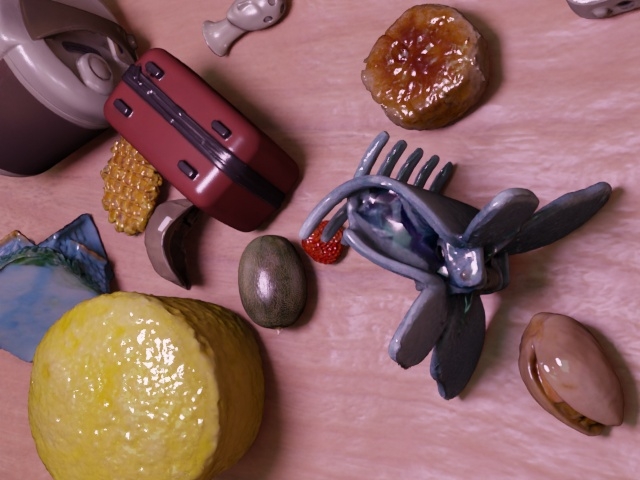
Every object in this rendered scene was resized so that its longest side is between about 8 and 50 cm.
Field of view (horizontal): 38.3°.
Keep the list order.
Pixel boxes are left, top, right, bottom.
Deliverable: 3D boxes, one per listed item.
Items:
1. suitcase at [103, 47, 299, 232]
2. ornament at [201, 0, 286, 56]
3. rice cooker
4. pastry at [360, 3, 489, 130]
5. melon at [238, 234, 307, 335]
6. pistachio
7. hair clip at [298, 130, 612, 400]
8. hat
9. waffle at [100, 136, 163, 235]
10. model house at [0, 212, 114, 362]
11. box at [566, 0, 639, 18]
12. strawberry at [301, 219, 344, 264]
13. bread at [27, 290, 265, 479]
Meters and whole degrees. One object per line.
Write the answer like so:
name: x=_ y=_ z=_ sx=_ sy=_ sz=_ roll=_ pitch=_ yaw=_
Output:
suitcase: x=-0.195 y=-0.164 z=1.532 sx=0.297 sy=0.236 sz=0.161 roll=41 pitch=94 yaw=25
ornament: x=-0.131 y=-0.390 z=1.603 sx=0.156 sy=0.081 sz=0.074 roll=-25 pitch=72 yaw=29
rice cooker: x=-0.513 y=-0.311 z=1.659 sx=0.325 sy=0.335 sz=0.335 roll=-28 pitch=73 yaw=28
pastry: x=0.167 y=-0.264 z=1.420 sx=0.192 sy=0.093 sz=0.182 roll=-43 pitch=65 yaw=20
melon: x=-0.077 y=0.073 z=1.510 sx=0.114 sy=0.114 sz=0.167 roll=-14 pitch=76 yaw=27
pistachio: x=0.347 y=0.184 z=1.276 sx=0.124 sy=0.124 sz=0.185 roll=-36 pitch=86 yaw=21
hair clip: x=0.161 y=0.003 z=1.280 sx=0.238 sy=0.318 sz=0.392 roll=42 pitch=107 yaw=28
hat: x=-0.274 y=-0.002 z=1.596 sx=0.144 sy=0.173 sz=0.166 roll=8 pitch=87 yaw=23
waffle: x=-0.350 y=-0.103 z=1.697 sx=0.191 sy=0.038 sz=0.191 roll=2 pitch=93 yaw=44
model house: x=-0.530 y=0.044 z=1.722 sx=0.261 sy=0.226 sz=0.241 roll=-30 pitch=42 yaw=21
box: x=0.492 y=-0.523 z=1.274 sx=0.367 sy=0.090 sz=0.373 roll=-12 pitch=81 yaw=28
strawberry: x=0.000 y=0.000 z=1.496 sx=0.073 sy=0.083 sz=0.073 roll=-13 pitch=70 yaw=41
bread: x=-0.263 y=0.255 z=1.484 sx=0.348 sy=0.308 sz=0.348 roll=-2 pitch=86 yaw=22
